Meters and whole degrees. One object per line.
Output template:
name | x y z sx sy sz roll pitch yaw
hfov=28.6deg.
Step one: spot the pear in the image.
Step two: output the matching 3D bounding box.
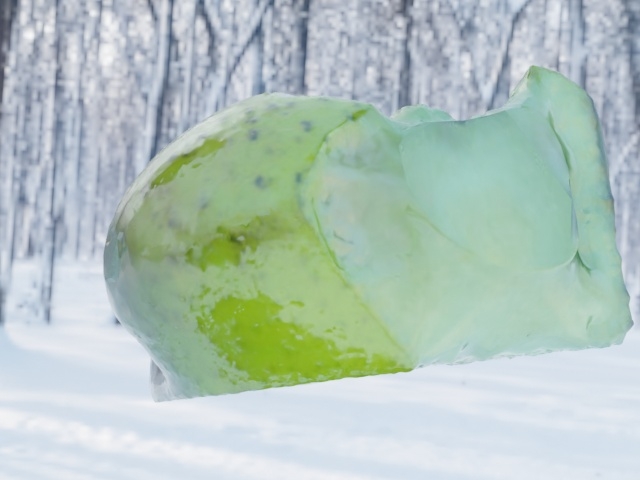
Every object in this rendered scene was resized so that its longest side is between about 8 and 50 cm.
pear | 0.000 0.000 0.737 0.282 0.176 0.286 -6 -7 -32
